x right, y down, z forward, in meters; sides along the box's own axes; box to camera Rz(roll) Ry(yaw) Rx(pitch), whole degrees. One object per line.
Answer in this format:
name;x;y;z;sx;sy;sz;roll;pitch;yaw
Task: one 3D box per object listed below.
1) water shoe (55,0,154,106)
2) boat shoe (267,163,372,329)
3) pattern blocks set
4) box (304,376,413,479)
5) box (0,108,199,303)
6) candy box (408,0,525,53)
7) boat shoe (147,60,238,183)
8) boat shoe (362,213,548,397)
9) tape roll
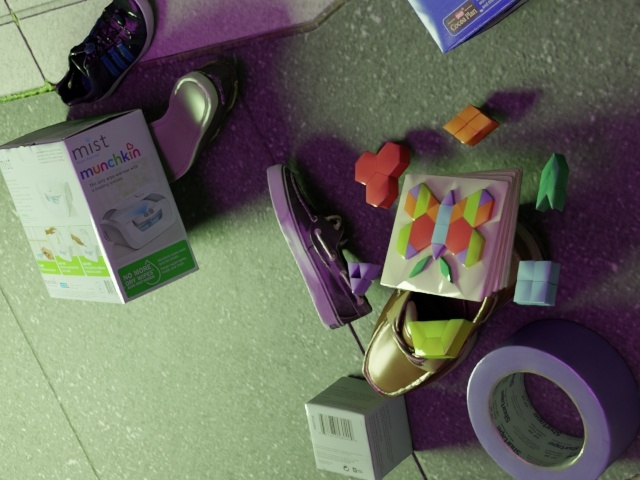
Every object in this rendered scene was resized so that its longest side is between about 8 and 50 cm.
water shoe;-0.283;-0.246;2.045;0.073;0.080;0.203;45;134;12
boat shoe;0.000;0.000;1.947;0.070;0.078;0.219;-23;93;10
pattern blocks set;0.143;-0.011;1.730;0.325;0.026;0.285;-15;65;47
box;0.050;0.242;2.013;0.101;0.087;0.102;7;117;38
box;-0.308;-0.044;2.094;0.262;0.127;0.231;-1;111;59
candy box;0.148;-0.396;1.570;0.268;0.122;0.317;-34;89;46
boat shoe;-0.168;-0.149;2.005;0.081;0.068;0.228;48;142;4
boat shoe;0.133;0.085;1.836;0.122;0.120;0.324;47;134;11
tape roll;0.269;0.191;1.805;0.189;0.080;0.189;20;124;33
